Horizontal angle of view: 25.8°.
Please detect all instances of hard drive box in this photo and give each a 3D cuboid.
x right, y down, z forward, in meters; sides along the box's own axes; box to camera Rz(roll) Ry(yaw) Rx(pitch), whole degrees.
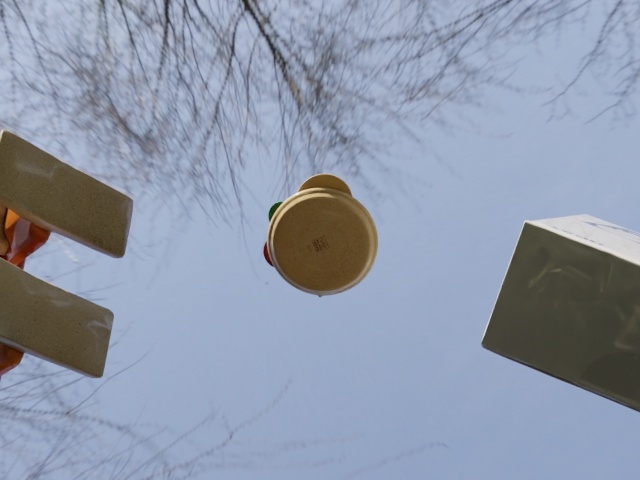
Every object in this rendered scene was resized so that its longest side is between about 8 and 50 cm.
[{"bbox_3d":[0.230,0.055,0.951,0.181,0.232,0.089,22,-80,17],"label":"hard drive box"}]

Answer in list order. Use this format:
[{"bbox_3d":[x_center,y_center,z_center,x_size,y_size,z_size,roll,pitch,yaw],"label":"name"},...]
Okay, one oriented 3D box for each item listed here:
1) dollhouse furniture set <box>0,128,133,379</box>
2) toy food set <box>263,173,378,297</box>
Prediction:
[{"bbox_3d":[-0.214,0.104,0.817,0.135,0.262,0.259,28,-129,-31],"label":"dollhouse furniture set"},{"bbox_3d":[0.000,0.000,1.002,0.082,0.020,0.083,-39,-81,13],"label":"toy food set"}]
